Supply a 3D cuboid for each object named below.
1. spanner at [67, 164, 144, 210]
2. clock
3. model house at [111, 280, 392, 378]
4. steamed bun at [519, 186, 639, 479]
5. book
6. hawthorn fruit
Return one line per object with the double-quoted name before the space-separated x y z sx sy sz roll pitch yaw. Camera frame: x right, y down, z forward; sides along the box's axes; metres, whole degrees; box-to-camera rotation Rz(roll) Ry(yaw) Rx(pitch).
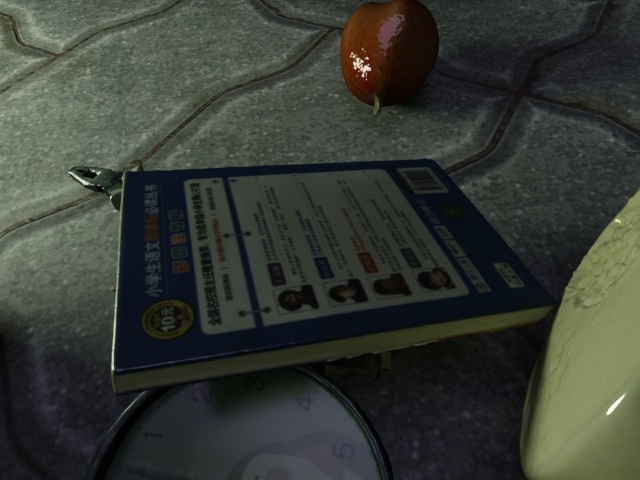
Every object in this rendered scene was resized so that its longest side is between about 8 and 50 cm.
"spanner" -0.312 -0.085 0.804 0.325 0.040 0.095 16 54 15
"clock" -0.082 0.268 0.450 0.319 0.066 0.318 -2 65 5
"model house" -0.063 0.042 0.617 0.327 0.169 0.244 6 45 4
"steamed bun" 0.406 0.135 0.411 0.371 0.289 0.456 38 57 16
"book" 0.000 0.000 0.515 0.429 0.039 0.300 -5 42 -16
"hawthorn fruit" 0.125 -0.350 0.897 0.200 0.199 0.251 10 67 12
